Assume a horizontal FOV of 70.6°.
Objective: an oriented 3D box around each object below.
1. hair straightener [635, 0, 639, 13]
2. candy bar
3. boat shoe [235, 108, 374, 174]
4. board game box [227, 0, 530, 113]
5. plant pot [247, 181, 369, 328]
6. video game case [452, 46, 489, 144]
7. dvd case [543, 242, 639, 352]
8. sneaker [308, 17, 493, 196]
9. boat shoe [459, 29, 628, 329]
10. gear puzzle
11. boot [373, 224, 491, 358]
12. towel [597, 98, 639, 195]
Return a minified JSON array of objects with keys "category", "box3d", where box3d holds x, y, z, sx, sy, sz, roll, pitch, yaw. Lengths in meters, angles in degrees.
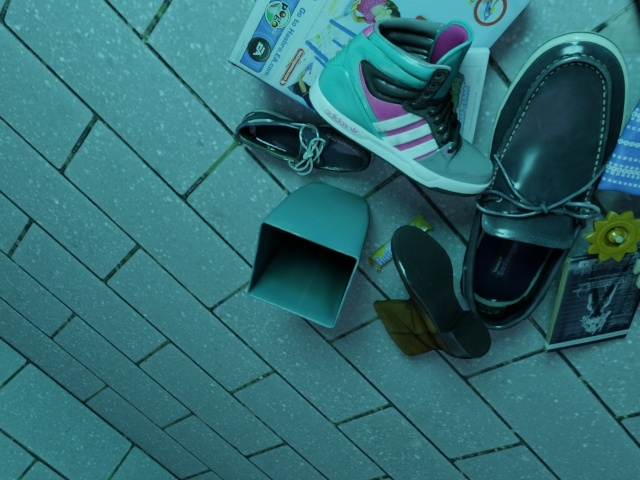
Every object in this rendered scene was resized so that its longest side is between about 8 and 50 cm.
[{"category":"hair straightener","box3d":[0.375,-0.365,0.569,0.089,0.047,0.230,-29,109,32]},{"category":"candy bar","box3d":[0.158,0.006,0.913,0.040,0.018,0.161,40,125,-8]},{"category":"boat shoe","box3d":[-0.030,-0.175,0.823,0.254,0.079,0.095,22,127,5]},{"category":"board game box","box3d":[0.074,-0.314,0.637,0.301,0.086,0.308,26,129,-20]},{"category":"plant pot","box3d":[0.000,0.000,0.831,0.165,0.234,0.166,21,127,6]},{"category":"video game case","box3d":[0.161,-0.199,0.665,0.143,0.019,0.157,-1,133,5]},{"category":"dvd case","box3d":[0.497,0.105,0.810,0.164,0.018,0.222,-10,123,-5]},{"category":"sneaker","box3d":[0.151,-0.184,0.591,0.295,0.124,0.178,25,139,-16]},{"category":"boat shoe","box3d":[0.339,-0.058,0.721,0.186,0.156,0.501,15,125,12]},{"category":"gear puzzle","box3d":[0.572,0.005,0.700,0.338,0.044,0.176,2,116,0]},{"category":"boot","box3d":[0.178,0.111,0.890,0.264,0.096,0.280,51,161,-1]},{"category":"towel","box3d":[0.514,-0.178,0.510,0.243,0.040,0.336,14,125,10]}]
